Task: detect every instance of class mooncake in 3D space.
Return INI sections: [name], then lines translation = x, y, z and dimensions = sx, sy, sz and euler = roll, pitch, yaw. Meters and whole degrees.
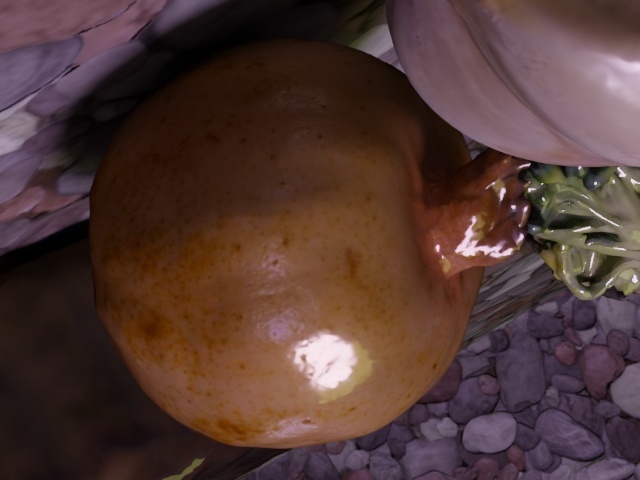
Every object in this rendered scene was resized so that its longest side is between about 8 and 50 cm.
[mooncake]
translation = -0.142, 0.109, 0.989
dimensions = 0.290, 0.161, 0.290
euler = -28, 169, -6

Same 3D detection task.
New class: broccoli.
[broccoli]
translation = 0.272, -0.074, 1.097
dimensions = 0.324, 0.272, 0.334
euler = 8, -169, 24

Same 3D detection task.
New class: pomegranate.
[pomegranate]
translation = -0.015, 0.003, 0.756
dimensions = 0.207, 0.207, 0.207
euler = -28, 168, -7

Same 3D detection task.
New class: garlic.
[garlic]
translation = 0.153, -0.140, 0.612
dimensions = 0.281, 0.203, 0.185
euler = -52, -161, 26
